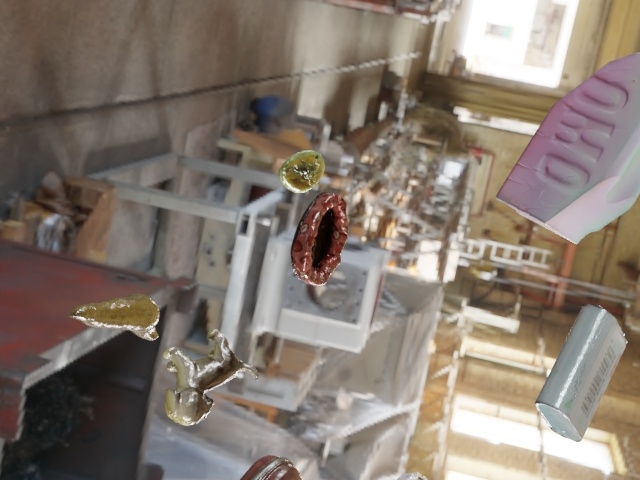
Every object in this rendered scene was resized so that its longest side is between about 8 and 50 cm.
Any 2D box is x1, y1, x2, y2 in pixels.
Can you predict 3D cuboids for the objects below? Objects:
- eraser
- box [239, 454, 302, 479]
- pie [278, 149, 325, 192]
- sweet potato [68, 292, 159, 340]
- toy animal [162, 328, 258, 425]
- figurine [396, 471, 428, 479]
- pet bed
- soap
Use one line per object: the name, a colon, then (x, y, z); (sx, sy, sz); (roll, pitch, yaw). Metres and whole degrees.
eraser: (0.516, 0.262, 1.823); (0.227, 0.081, 0.174); (-57, 136, -18)
box: (-0.185, 0.695, 2.183); (0.404, 0.108, 0.263); (-47, 145, -32)
pie: (-0.030, -0.113, 1.514); (0.021, 0.084, 0.084); (52, -33, 43)
sweet potato: (-0.270, 0.102, 1.291); (0.059, 0.069, 0.249); (65, 7, 13)
toy animal: (-0.277, 0.314, 2.109); (0.233, 0.169, 0.121); (-33, 155, -33)
figurine: (0.184, 0.564, 1.898); (0.237, 0.141, 0.162); (1, 74, -56)
pet bed: (0.000, 0.000, 1.934); (0.201, 0.054, 0.201); (-41, 140, -47)
soap: (0.464, -0.159, 1.554); (0.109, 0.193, 0.323); (29, 95, -43)
